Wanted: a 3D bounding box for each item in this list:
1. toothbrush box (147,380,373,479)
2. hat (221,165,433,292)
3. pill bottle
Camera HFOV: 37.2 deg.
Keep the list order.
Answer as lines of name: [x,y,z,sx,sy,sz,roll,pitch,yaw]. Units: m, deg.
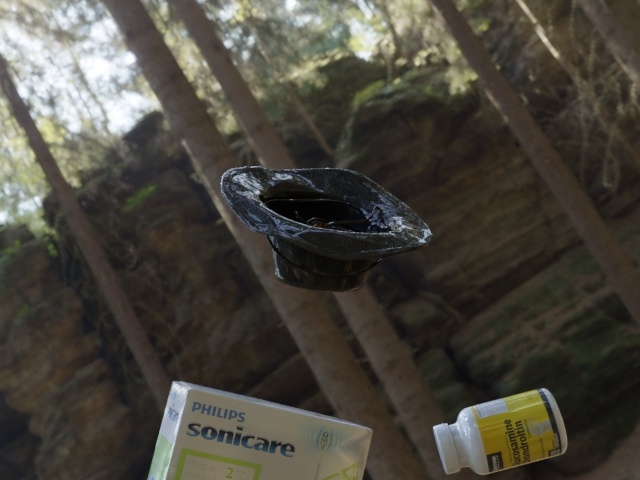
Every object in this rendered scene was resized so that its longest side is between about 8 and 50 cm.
toothbrush box: [-0.086,0.311,1.006,0.206,0.283,0.122,17,-10,-15]
hat: [0.000,0.000,1.404,0.331,0.331,0.134,-15,-56,-45]
pill bottle: [0.268,0.293,1.430,0.184,0.103,0.103,-15,-16,1]
